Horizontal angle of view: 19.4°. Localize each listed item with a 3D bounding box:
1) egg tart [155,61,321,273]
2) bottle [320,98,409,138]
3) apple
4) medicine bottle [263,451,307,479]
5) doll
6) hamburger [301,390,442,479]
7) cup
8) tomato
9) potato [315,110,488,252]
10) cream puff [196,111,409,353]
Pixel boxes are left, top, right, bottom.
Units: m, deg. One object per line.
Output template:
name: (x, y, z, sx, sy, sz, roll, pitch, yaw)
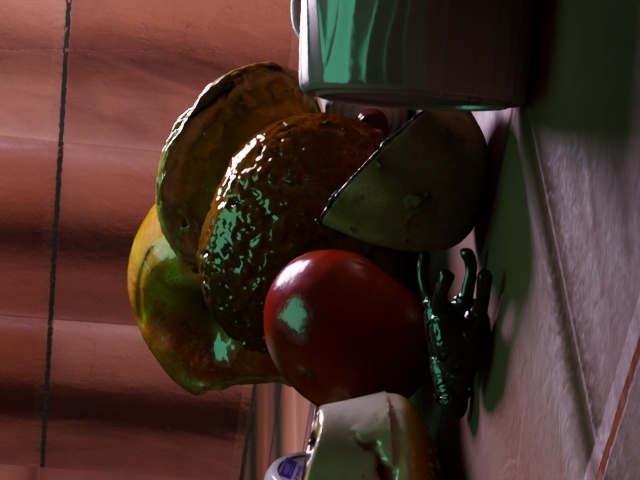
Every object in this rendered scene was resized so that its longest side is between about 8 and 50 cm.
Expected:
egg tart: (-0.076, -0.076, 2.315, 0.116, 0.295, 0.295, 31, 124, 39)
bottle: (0.056, -0.171, 2.391, 0.245, 0.104, 0.104, -101, 17, -72)
apple: (-0.094, 0.048, 2.606, 0.339, 0.339, 0.340, -175, 90, -84)
medicine bottle: (-0.018, 0.400, 2.458, 0.135, 0.135, 0.215, -99, 15, -68)
doll: (0.124, 0.091, 1.729, 0.139, 0.057, 0.165, -115, 22, -75)
hamburger: (0.048, 0.283, 1.868, 0.295, 0.151, 0.227, 90, -173, -55)
cup: (0.062, -0.256, 1.633, 0.208, 0.288, 0.273, 3, -90, -59)
tomato: (0.025, 0.103, 2.000, 0.136, 0.195, 0.195, -49, -17, -33)
potato: (0.100, -0.046, 1.795, 0.182, 0.117, 0.202, -45, -5, -16)
cream puff: (0.000, 0.000, 2.180, 0.303, 0.212, 0.303, -30, -48, -39)
